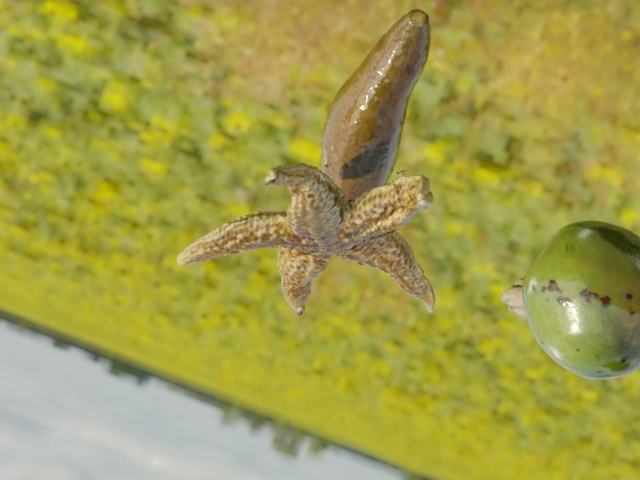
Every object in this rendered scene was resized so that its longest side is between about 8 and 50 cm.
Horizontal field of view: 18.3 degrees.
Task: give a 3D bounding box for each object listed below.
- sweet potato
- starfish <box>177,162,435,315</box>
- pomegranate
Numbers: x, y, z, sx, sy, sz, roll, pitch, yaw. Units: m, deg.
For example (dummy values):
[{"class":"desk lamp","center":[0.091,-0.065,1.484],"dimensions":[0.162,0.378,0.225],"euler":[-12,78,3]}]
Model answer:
[{"class":"sweet potato","center":[0.044,-0.114,1.745],"dimensions":[0.077,0.077,0.244],"euler":[20,131,7]},{"class":"starfish","center":[0.000,0.000,1.633],"dimensions":[0.236,0.062,0.277],"euler":[-18,153,24]},{"class":"pomegranate","center":[0.125,0.031,0.915],"dimensions":[0.073,0.073,0.084],"euler":[21,156,-6]}]
